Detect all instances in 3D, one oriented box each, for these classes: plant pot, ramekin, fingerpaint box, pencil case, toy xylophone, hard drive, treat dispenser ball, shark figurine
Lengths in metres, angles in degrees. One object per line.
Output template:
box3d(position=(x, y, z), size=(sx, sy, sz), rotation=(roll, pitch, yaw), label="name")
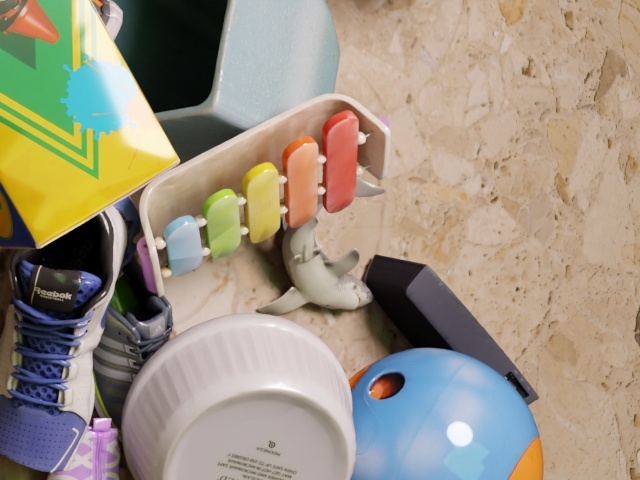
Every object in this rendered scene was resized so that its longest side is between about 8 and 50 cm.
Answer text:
box3d(position=(-0.114, -0.208, 1.732), size=(0.252, 0.247, 0.247), rotation=(26, 66, -46), label="plant pot")
box3d(position=(-0.083, 0.227, 1.613), size=(0.272, 0.127, 0.273), rotation=(-6, 114, -13), label="ramekin")
box3d(position=(-0.355, -0.183, 1.388), size=(0.163, 0.445, 0.371), rotation=(-33, 104, -21), label="fingerpaint box")
box3d(position=(-0.264, 0.306, 1.609), size=(0.086, 0.088, 0.206), rotation=(0, 80, -28), label="pencil case")
box3d(position=(-0.068, -0.047, 1.623), size=(0.322, 0.236, 0.081), rotation=(-31, 67, -6), label="toy xylophone")
box3d(position=(0.170, 0.128, 1.933), size=(0.054, 0.172, 0.255), rotation=(-46, 111, -14), label="hard drive")
box3d(position=(0.135, 0.279, 1.796), size=(0.288, 0.288, 0.288), rotation=(8, 77, -37), label="treat dispenser ball")
box3d(position=(-0.016, -0.012, 1.834), size=(0.166, 0.278, 0.116), rotation=(-14, 48, -12), label="shark figurine")

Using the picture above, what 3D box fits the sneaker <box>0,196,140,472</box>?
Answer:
box3d(position=(-0.286, 0.084, 1.501), size=(0.127, 0.182, 0.316), rotation=(16, 89, 1), label="sneaker")

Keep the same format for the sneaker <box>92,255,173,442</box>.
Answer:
box3d(position=(-0.215, 0.126, 1.657), size=(0.111, 0.121, 0.300), rotation=(-36, 104, -36), label="sneaker")

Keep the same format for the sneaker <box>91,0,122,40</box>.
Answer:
box3d(position=(-0.324, -0.264, 1.578), size=(0.180, 0.321, 0.125), rotation=(28, 108, -23), label="sneaker")
